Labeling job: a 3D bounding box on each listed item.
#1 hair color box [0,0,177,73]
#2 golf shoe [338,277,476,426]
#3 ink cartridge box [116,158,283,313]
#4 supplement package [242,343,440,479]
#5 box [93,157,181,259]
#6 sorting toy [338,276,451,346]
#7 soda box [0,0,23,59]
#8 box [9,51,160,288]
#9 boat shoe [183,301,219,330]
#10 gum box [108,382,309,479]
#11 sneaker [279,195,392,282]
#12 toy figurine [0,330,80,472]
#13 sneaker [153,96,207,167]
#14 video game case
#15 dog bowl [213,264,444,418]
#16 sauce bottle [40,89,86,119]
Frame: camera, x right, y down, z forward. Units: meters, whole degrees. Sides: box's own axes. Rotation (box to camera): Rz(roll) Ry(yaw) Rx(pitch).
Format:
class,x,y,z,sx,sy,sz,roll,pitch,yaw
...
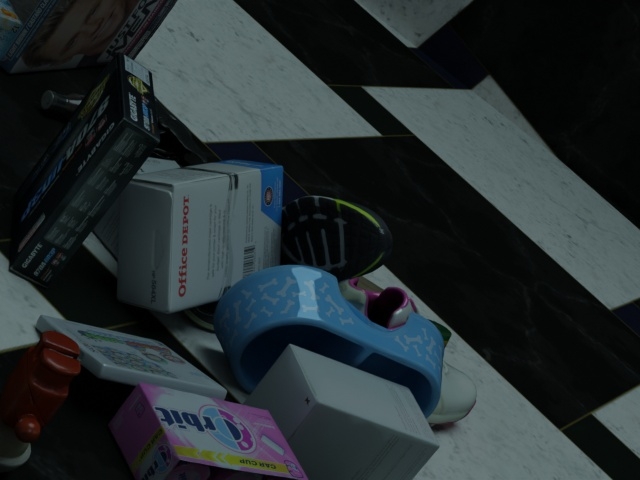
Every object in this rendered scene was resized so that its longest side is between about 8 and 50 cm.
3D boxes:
class,x,y,z,sx,sy,sz,roll,pitch,yaw
hair color box,-0.336,-0.336,2.265,0.105,0.174,0.347,43,21,11
golf shoe,0.102,0.139,2.005,0.306,0.140,0.115,23,23,-37
ink cartridge box,-0.137,-0.009,1.851,0.086,0.148,0.203,11,14,35
supplement package,0.021,0.206,1.770,0.179,0.105,0.105,24,24,-34
box,-0.207,-0.036,1.926,0.087,0.102,0.101,46,23,29
sorting toy,0.033,0.080,2.128,0.274,0.046,0.132,32,16,25
soda box,-0.414,-0.197,1.817,0.063,0.183,0.058,19,27,-44
box,-0.259,-0.079,1.761,0.051,0.220,0.175,31,22,-24
boat shoe,-0.104,0.078,1.922,0.152,0.049,0.056,8,36,-51
gum box,-0.106,0.214,1.603,0.188,0.062,0.107,18,27,-43
sneaker,0.000,0.000,1.954,0.121,0.111,0.300,-6,2,-34
toy figurine,-0.335,0.110,1.350,0.213,0.148,0.209,44,27,12
sneaker,-0.229,-0.158,2.229,0.170,0.051,0.089,38,15,-9
video game case,-0.194,0.121,1.650,0.157,0.019,0.143,17,7,-40
dog bowl,0.016,0.136,1.848,0.297,0.166,0.074,26,35,-29
sauce bottle,-0.313,-0.171,2.136,0.128,0.042,0.042,11,32,-47
